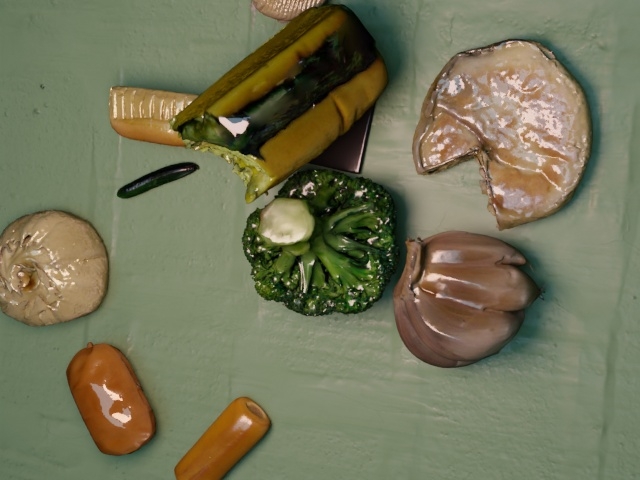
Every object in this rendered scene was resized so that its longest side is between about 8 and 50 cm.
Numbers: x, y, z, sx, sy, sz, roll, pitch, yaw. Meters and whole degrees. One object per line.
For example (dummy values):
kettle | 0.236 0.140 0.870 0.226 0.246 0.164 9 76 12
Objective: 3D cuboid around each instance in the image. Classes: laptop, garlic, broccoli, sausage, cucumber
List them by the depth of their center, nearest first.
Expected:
garlic | 0.248 0.107 1.633 0.292 0.210 0.237 23 79 -9
broccoli | 0.000 0.000 1.644 0.297 0.297 0.297 -2 82 12
laptop | 0.033 -0.233 1.766 0.135 0.016 0.197 15 97 17
cucumber | -0.330 -0.124 1.880 0.184 0.033 0.036 -20 67 16
sausage | -0.428 0.320 1.899 0.136 0.120 0.241 -31 84 3

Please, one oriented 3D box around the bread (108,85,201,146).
bread | -0.292 -0.236 1.802 0.236 0.140 0.106 10 100 19

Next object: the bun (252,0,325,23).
bun | -0.062 -0.497 1.721 0.173 0.113 0.166 -38 123 6

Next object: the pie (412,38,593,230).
pie | 0.327 -0.193 1.644 0.337 0.075 0.337 0 89 16

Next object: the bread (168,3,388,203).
bread | -0.055 -0.248 1.638 0.376 0.251 0.208 -43 118 -6

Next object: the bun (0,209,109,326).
bun | -0.571 0.059 1.911 0.259 0.152 0.259 2 97 19

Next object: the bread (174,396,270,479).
bread | -0.202 0.418 1.859 0.092 0.074 0.239 43 105 5
